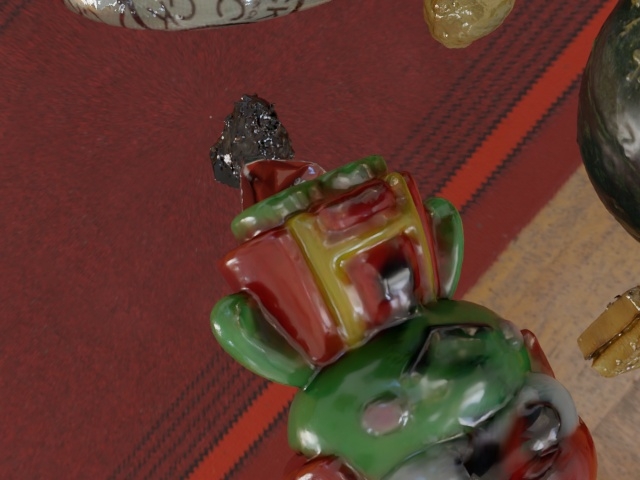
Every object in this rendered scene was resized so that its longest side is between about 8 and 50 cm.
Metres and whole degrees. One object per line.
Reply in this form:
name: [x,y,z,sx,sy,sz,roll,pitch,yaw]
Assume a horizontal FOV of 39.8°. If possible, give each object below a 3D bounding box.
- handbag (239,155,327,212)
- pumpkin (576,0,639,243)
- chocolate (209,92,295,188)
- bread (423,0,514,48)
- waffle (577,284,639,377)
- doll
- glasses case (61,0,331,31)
handbag: [0.000,0.000,1.153,0.298,0.171,0.151,42,95,-5]
pumpkin: [0.204,-0.054,0.364,0.190,0.146,0.190,1,136,1]
chocolate: [-0.121,-0.189,1.525,0.156,0.156,0.133,-7,138,-6]
bread: [0.264,-0.451,1.554,0.134,0.244,0.244,27,94,-14]
waffle: [0.560,0.091,1.315,0.327,0.224,0.098,-21,66,-17]
doll: [0.069,0.126,0.535,0.182,0.160,0.363,-25,79,-33]
glasses case: [0.014,-0.193,0.478,0.354,0.137,0.085,-37,130,-38]
